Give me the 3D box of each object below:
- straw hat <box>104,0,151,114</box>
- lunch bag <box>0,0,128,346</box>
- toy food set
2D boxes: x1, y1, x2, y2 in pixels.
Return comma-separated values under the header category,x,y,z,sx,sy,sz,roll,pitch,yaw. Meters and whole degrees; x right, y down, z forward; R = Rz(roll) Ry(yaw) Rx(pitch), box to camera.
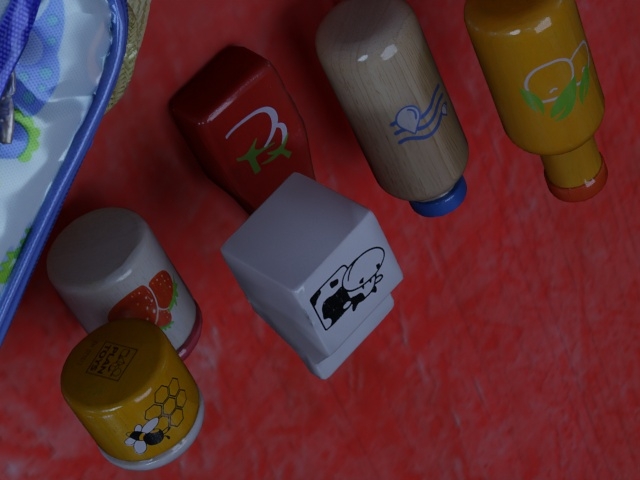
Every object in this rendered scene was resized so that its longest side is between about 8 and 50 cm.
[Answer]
category,x,y,z,sx,sy,sz,roll,pitch,yaw
straw hat,-0.093,-0.065,0.596,0.144,0.061,0.144,-25,129,-34
lunch bag,-0.160,-0.012,0.503,0.176,0.090,0.219,23,97,-29
toy food set,0.000,0.000,0.689,0.232,0.111,0.104,-47,138,-18
